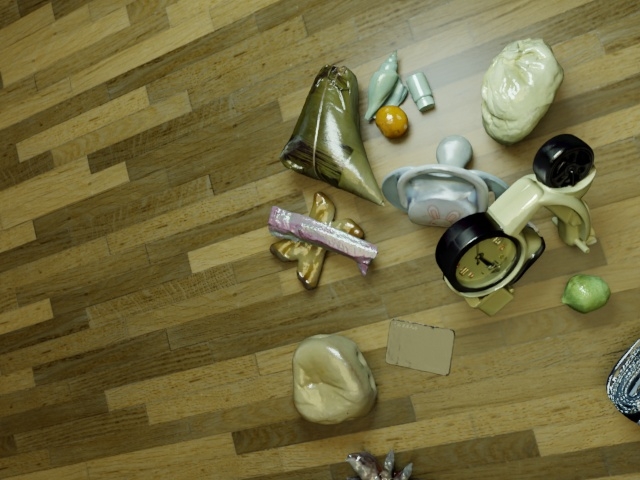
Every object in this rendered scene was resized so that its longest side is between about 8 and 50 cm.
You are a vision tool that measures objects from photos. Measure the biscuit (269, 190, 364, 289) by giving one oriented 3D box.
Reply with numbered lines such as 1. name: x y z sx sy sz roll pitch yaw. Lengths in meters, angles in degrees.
1. biscuit: -0.012 0.001 1.370 0.164 0.047 0.208 45 101 11

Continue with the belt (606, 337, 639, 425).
1. belt: 0.686 0.272 1.098 0.218 0.128 0.122 -53 37 9

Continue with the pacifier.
1. pacifier: 0.281 -0.143 1.210 0.287 0.238 0.225 3 60 22

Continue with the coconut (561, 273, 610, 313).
1. coconut: 0.559 0.113 1.157 0.096 0.088 0.087 -21 83 10

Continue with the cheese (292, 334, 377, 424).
1. cheese: 0.020 0.343 1.320 0.235 0.117 0.218 39 103 19

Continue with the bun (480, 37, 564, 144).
1. bun: 0.404 -0.320 1.142 0.145 0.229 0.229 32 100 -6

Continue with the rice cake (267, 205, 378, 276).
1. rice cake: 0.000 -0.003 1.316 0.290 0.051 0.081 23 95 15

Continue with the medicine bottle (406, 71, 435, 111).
1. medicine bottle: 0.237 -0.351 1.292 0.047 0.047 0.083 -22 83 17

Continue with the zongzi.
1. zongzi: 0.078 -0.251 1.278 0.300 0.145 0.274 27 97 29

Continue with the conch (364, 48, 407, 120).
1. conch: 0.158 -0.372 1.318 0.065 0.088 0.180 41 115 59

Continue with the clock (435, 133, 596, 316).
1. clock: 0.421 -0.018 1.128 0.379 0.276 0.120 -42 38 18

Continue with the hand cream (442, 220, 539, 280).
1. hand cream: 0.373 0.017 1.242 0.235 0.055 0.086 -39 80 7

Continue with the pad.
1. pad: 0.236 0.254 1.306 0.157 0.003 0.112 8 91 19

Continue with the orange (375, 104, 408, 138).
1. orange: 0.170 -0.281 1.295 0.070 0.083 0.083 -39 77 -2

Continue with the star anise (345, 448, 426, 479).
1. star anise: 0.151 0.589 1.283 0.229 0.093 0.236 -38 80 14
